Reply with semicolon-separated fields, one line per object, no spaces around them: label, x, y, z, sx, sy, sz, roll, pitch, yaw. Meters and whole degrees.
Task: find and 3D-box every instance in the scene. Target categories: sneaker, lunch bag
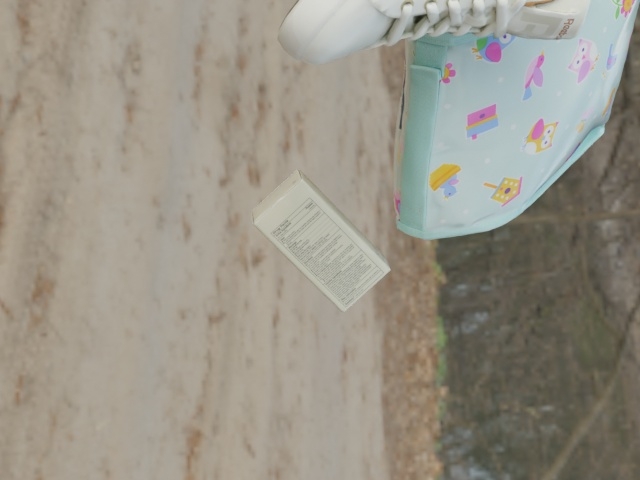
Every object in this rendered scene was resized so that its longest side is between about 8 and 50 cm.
sneaker;0.113;-0.178;0.840;0.123;0.290;0.106;58;-15;7
lunch bag;0.151;-0.146;1.060;0.262;0.160;0.223;-37;146;-35

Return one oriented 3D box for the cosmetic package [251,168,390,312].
cosmetic package;0.000;0.000;1.052;0.115;0.060;0.041;47;8;-17
